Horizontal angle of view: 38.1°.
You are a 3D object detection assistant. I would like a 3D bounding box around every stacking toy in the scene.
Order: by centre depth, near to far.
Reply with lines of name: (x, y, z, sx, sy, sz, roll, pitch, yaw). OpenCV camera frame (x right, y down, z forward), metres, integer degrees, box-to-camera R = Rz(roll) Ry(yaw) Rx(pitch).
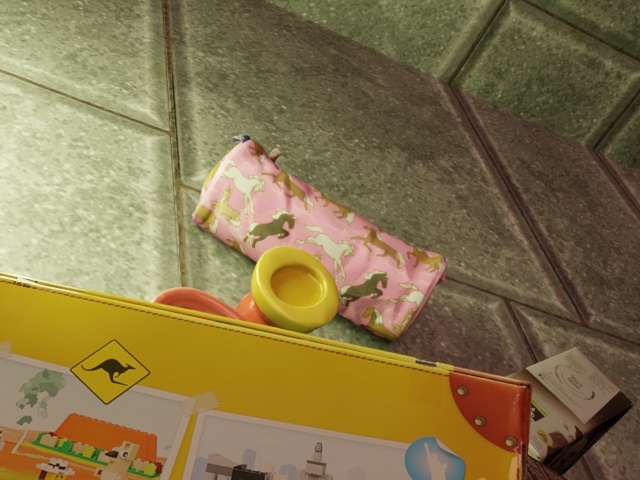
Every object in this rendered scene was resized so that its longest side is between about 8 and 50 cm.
stacking toy: (-0.081, 0.174, 1.124, 0.309, 0.130, 0.279, -17, 67, -44)

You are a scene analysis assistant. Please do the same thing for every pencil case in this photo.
pencil case: (0.000, 0.000, 1.401, 0.386, 0.167, 0.160, 33, -4, 0)

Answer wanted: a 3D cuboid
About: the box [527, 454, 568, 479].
box: (0.235, 0.348, 0.981, 0.381, 0.143, 0.191, 35, 19, -43)

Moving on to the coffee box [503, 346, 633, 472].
coffee box: (0.277, 0.264, 1.251, 0.297, 0.168, 0.119, -9, 49, -50)

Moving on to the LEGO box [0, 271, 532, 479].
LEGO box: (-0.126, 0.241, 0.614, 0.500, 0.193, 0.372, 12, 46, 1)
